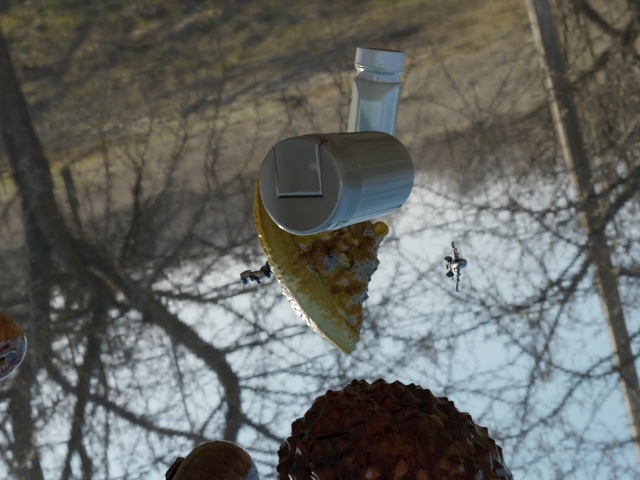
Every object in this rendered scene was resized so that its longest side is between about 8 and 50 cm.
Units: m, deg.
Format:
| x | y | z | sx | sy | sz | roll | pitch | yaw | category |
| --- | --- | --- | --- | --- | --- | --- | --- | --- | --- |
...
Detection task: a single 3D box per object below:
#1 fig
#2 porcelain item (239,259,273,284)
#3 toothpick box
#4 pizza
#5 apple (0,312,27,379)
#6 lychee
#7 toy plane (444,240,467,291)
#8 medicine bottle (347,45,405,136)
| x | y | z | sx | sy | sz | roll | pitch | yaw | category |
| --- | --- | --- | --- | --- | --- | --- | --- | --- | --- |
| -0.238 | 0.567 | 2.142 | 0.214 | 0.235 | 0.235 | -17 | -176 | 4 | fig |
| -0.079 | 0.058 | 1.797 | 0.136 | 0.021 | 0.075 | -27 | -143 | -16 | porcelain item |
| 0.022 | -0.070 | 1.112 | 0.111 | 0.111 | 0.180 | -12 | -179 | 33 | toothpick box |
| -0.018 | 0.019 | 1.569 | 0.087 | 0.257 | 0.268 | -41 | -155 | 49 | pizza |
| -0.602 | 0.193 | 1.756 | 0.102 | 0.126 | 0.126 | 36 | -147 | 28 | apple |
| 0.133 | 0.468 | 1.596 | 0.424 | 0.500 | 0.425 | -28 | 156 | -14 | lychee |
| 0.204 | 0.038 | 1.452 | 0.031 | 0.079 | 0.083 | -6 | 172 | 2 | toy plane |
| 0.114 | -0.268 | 2.094 | 0.111 | 0.296 | 0.161 | 10 | -163 | 7 | medicine bottle |
